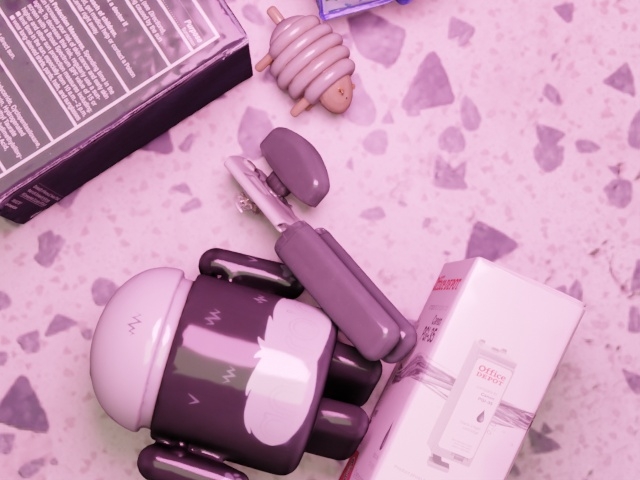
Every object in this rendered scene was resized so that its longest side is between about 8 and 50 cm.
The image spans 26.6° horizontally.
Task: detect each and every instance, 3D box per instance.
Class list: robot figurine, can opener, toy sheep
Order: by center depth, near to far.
[{"bbox_3d":[-0.086,0.129,1.322,0.278,0.209,0.173,16,114,-1],"label":"robot figurine"},{"bbox_3d":[0.000,0.000,1.325,0.093,0.074,0.280,-46,62,18],"label":"can opener"},{"bbox_3d":[-0.014,-0.184,1.382,0.091,0.091,0.132,-40,90,-3],"label":"toy sheep"}]

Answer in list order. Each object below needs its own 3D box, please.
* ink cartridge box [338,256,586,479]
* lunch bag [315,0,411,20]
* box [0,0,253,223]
[{"bbox_3d":[0.125,0.164,1.305,0.117,0.207,0.283,26,86,-2],"label":"ink cartridge box"},{"bbox_3d":[0.055,-0.307,1.366,0.151,0.096,0.129,-16,60,3],"label":"lunch bag"},{"bbox_3d":[-0.264,-0.218,1.325,0.294,0.183,0.296,-33,87,-2],"label":"box"}]
